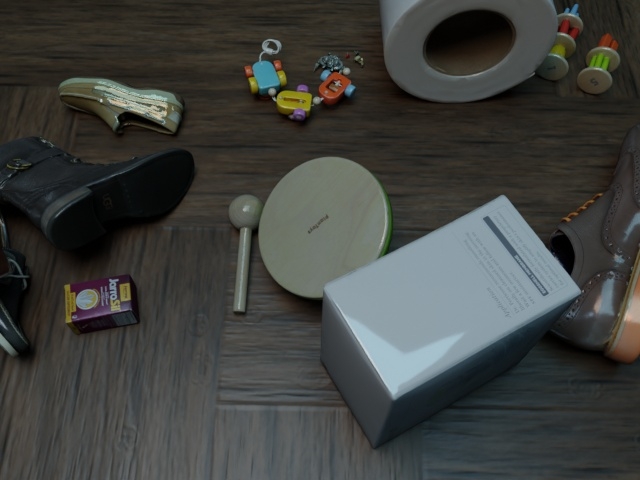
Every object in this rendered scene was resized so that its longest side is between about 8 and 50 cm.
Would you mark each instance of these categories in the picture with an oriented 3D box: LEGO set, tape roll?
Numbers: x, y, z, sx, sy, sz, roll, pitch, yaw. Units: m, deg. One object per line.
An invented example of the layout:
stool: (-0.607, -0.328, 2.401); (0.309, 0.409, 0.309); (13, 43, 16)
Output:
LEGO set: (0.029, -0.291, 1.052); (0.083, 0.023, 0.054); (-32, 66, -17)
tape roll: (0.208, -0.346, 0.960); (0.246, 0.246, 0.169); (-2, 62, -2)

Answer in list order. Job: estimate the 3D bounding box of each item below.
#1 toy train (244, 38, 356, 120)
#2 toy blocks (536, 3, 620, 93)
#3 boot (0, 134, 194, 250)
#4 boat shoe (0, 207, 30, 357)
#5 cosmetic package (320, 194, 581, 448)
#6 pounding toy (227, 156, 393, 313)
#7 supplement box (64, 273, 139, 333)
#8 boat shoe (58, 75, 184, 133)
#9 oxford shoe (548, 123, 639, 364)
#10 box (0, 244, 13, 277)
toy train: (-0.036, -0.241, 1.014); (0.166, 0.046, 0.125); (30, 64, 11)
toy blocks: (0.427, -0.318, 1.055); (0.123, 0.054, 0.148); (22, 63, 12)
boot: (-0.336, -0.099, 0.901); (0.229, 0.091, 0.263); (29, 42, 31)
boat shoe: (-0.415, 0.043, 0.830); (0.079, 0.084, 0.233); (-27, 60, -17)
cosmetic package: (0.127, 0.100, 0.726); (0.224, 0.224, 0.138); (-25, 64, -13)
pounding toy: (0.000, 0.000, 0.866); (0.237, 0.110, 0.183); (-15, 71, 24)
supplement box: (-0.280, 0.082, 0.834); (0.083, 0.043, 0.055); (-11, 62, -7)
boat shoe: (-0.304, -0.197, 0.976); (0.190, 0.068, 0.072); (7, 73, 3)
oxford shoe: (0.382, -0.025, 0.858); (0.132, 0.130, 0.364); (16, 61, 16)
box: (-0.544, -0.055, 0.773); (0.191, 0.143, 0.381); (-30, 47, -28)
